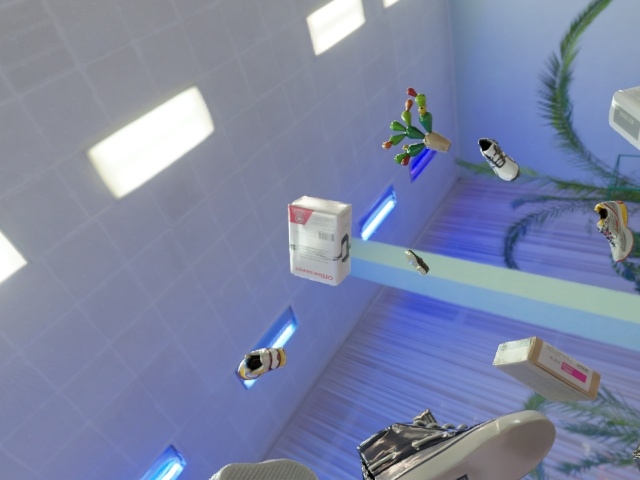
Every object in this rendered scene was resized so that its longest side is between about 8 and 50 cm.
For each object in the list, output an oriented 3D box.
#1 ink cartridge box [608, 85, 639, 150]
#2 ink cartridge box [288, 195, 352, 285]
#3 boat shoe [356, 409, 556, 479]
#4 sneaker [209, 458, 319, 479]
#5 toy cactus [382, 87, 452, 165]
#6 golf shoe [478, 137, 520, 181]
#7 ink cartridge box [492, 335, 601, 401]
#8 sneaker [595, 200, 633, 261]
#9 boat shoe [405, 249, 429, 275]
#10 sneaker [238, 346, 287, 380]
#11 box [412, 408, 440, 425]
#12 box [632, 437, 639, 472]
[{"bbox_3d":[0.810,-0.225,0.858,0.308,0.384,0.091,-92,-11,-52],"label":"ink cartridge box"},{"bbox_3d":[0.000,0.000,1.434,0.100,0.171,0.238,-39,-45,-52],"label":"ink cartridge box"},{"bbox_3d":[0.223,0.358,0.817,0.340,0.158,0.127,-19,-70,-11],"label":"boat shoe"},{"bbox_3d":[-0.153,0.651,1.230,0.320,0.127,0.126,25,-139,-31],"label":"sneaker"},{"bbox_3d":[0.274,-0.295,1.295,0.112,0.180,0.219,-37,-30,-56],"label":"toy cactus"},{"bbox_3d":[0.616,-0.284,1.632,0.093,0.198,0.077,11,-50,-43],"label":"golf shoe"},{"bbox_3d":[0.689,0.399,1.431,0.088,0.234,0.193,-59,1,-24],"label":"ink cartridge box"},{"bbox_3d":[0.997,-0.030,1.599,0.088,0.092,0.226,89,-176,-64],"label":"sneaker"},{"bbox_3d":[0.415,0.090,2.001,0.133,0.049,0.042,50,-123,0],"label":"boat shoe"},{"bbox_3d":[-0.167,0.306,1.159,0.083,0.185,0.070,9,-123,-42],"label":"sneaker"},{"bbox_3d":[0.367,0.624,1.260,0.060,0.270,0.216,-34,-66,2],"label":"box"},{"bbox_3d":[0.559,0.336,0.691,0.230,0.056,0.183,-22,-94,-40],"label":"box"}]
